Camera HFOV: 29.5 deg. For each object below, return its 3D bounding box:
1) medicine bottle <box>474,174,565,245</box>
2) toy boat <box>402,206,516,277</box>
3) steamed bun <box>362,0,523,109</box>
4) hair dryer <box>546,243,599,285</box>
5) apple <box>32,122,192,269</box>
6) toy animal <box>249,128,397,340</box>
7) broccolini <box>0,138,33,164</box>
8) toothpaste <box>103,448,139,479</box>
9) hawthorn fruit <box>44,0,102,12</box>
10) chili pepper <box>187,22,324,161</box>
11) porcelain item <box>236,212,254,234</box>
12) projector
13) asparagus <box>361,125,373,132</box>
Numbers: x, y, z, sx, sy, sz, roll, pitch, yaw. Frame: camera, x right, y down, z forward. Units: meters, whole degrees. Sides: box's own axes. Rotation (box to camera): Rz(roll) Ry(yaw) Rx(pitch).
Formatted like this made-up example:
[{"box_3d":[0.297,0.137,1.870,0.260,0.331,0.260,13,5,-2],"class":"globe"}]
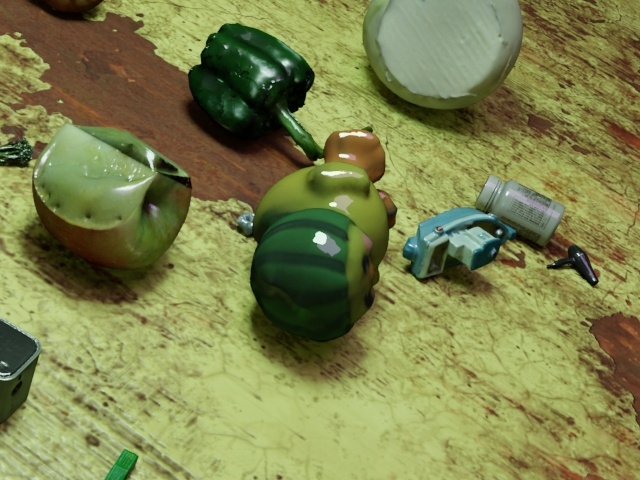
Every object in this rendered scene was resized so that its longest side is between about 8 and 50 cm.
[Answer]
[{"box_3d":[0.337,-0.054,2.069,0.140,0.079,0.079,27,36,4],"class":"medicine bottle"},{"box_3d":[0.232,0.011,1.916,0.215,0.088,0.102,-17,43,-40],"class":"toy boat"},{"box_3d":[0.233,-0.397,2.285,0.309,0.309,0.309,16,37,-12],"class":"steamed bun"},{"box_3d":[0.419,0.047,2.044,0.083,0.031,0.079,-13,58,-22],"class":"hair dryer"},{"box_3d":[-0.283,-0.058,1.646,0.188,0.174,0.207,16,37,27],"class":"apple"},{"box_3d":[-0.003,0.001,1.722,0.191,0.216,0.338,1,37,14],"class":"toy animal"},{"box_3d":[-0.477,-0.126,1.731,0.140,0.035,0.030,-2,40,-30],"class":"broccolini"},{"box_3d":[-0.233,0.272,1.386,0.020,0.017,0.083,24,36,4],"class":"toothpaste"},{"box_3d":[-0.434,-0.485,2.112,0.149,0.149,0.189,6,44,-24],"class":"hawthorn fruit"},{"box_3d":[-0.086,-0.239,1.995,0.261,0.165,0.174,37,26,14],"class":"chili pepper"},{"box_3d":[-0.088,-0.025,1.832,0.083,0.028,0.036,4,43,-24],"class":"porcelain item"},{"box_3d":[-0.378,0.149,1.401,0.083,0.082,0.083,29,37,6],"class":"projector"},{"box_3d":[0.054,-0.175,2.112,0.015,0.018,0.127,14,28,30],"class":"asparagus"}]
